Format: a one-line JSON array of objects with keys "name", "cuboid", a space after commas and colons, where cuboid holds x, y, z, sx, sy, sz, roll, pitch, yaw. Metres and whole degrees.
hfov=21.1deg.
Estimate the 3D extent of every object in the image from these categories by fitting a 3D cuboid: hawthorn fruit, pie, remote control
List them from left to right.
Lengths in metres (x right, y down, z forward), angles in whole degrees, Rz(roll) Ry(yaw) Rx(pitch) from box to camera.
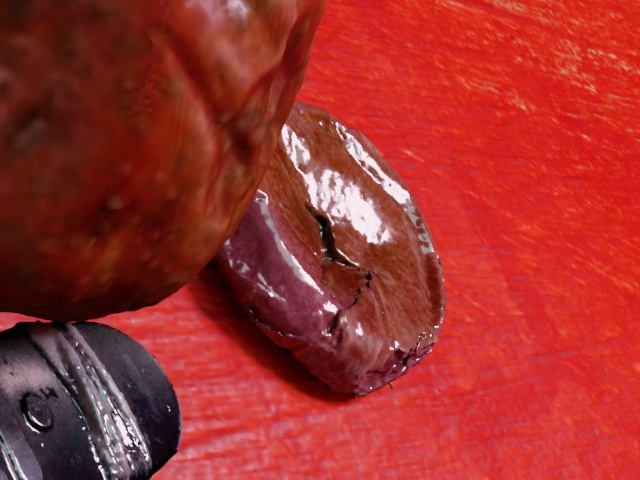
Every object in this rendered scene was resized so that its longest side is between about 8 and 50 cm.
[{"name": "remote control", "cuboid": [-0.148, 0.084, 0.667, 0.266, 0.066, 0.090, -9, 72, -61]}, {"name": "hawthorn fruit", "cuboid": [-0.118, -0.095, 0.697, 0.258, 0.261, 0.258, 52, 17, -23]}, {"name": "pie", "cuboid": [0.000, 0.000, 0.957, 0.182, 0.049, 0.182, 35, 38, -33]}]
